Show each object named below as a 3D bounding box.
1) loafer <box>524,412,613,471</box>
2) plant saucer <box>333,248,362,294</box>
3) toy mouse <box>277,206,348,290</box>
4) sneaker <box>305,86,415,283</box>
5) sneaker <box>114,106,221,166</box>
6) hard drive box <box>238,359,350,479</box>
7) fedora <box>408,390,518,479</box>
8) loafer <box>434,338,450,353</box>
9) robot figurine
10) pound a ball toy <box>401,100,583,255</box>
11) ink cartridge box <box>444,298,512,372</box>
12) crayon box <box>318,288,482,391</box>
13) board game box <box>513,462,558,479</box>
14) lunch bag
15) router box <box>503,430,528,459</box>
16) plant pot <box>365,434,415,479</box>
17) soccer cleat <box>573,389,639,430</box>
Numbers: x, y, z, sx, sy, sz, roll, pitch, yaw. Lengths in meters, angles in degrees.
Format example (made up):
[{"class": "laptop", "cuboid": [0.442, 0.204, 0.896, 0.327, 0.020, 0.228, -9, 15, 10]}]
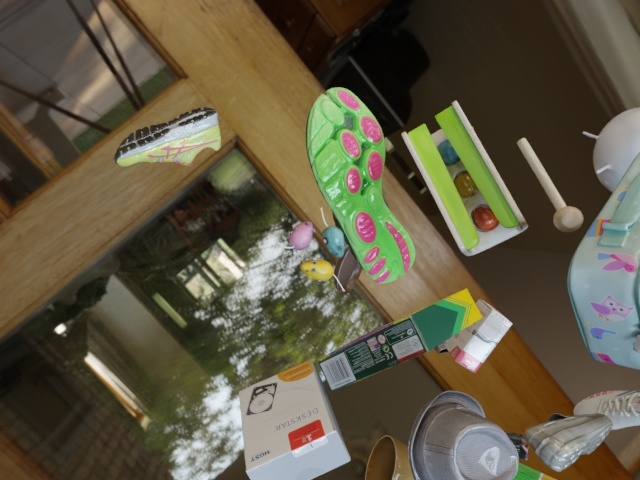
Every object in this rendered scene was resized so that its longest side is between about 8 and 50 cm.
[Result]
[{"class": "loafer", "cuboid": [0.633, 0.480, 1.208, 0.111, 0.320, 0.111, 42, -63, 43]}, {"class": "plant saucer", "cuboid": [0.084, 0.082, 1.449, 0.029, 0.168, 0.168, 19, -141, 26]}, {"class": "toy mouse", "cuboid": [0.000, 0.000, 0.870, 0.031, 0.161, 0.143, -20, -127, 54]}, {"class": "sneaker", "cuboid": [0.071, -0.116, 1.139, 0.185, 0.482, 0.202, -25, -155, -14]}, {"class": "sneaker", "cuboid": [-0.283, -0.174, 0.914, 0.209, 0.094, 0.081, -22, -140, -9]}, {"class": "hard drive box", "cuboid": [-0.062, 0.374, 0.979, 0.181, 0.089, 0.232, -24, -156, -5]}, {"class": "fedora", "cuboid": [0.318, 0.447, 1.004, 0.124, 0.276, 0.243, -17, -129, 55]}, {"class": "loafer", "cuboid": [0.603, 0.452, 2.039, 0.084, 0.268, 0.096, -99, -167, -54]}, {"class": "robot figurine", "cuboid": [0.776, -0.191, 1.061, 0.299, 0.354, 0.199, -86, 177, -46]}, {"class": "pound a ball toy", "cuboid": [0.326, -0.115, 0.928, 0.208, 0.319, 0.136, -30, 162, 19]}, {"class": "ink cartridge box", "cuboid": [0.549, 0.329, 1.677, 0.217, 0.092, 0.158, -58, -178, 8]}, {"class": "crayon box", "cuboid": [0.224, 0.280, 1.349, 0.313, 0.106, 0.363, -10, 160, -47]}, {"class": "board game box", "cuboid": [0.574, 0.777, 1.520, 0.316, 0.243, 0.064, 94, 21, -51]}, {"class": "lunch bag", "cuboid": [0.434, 0.023, 0.624, 0.108, 0.224, 0.279, 13, -127, 47]}, {"class": "router box", "cuboid": [0.472, 0.529, 1.254, 0.092, 0.123, 0.038, 22, 75, -76]}, {"class": "plant pot", "cuboid": [0.335, 0.906, 1.827, 0.237, 0.255, 0.237, -61, -168, 22]}, {"class": "soccer cleat", "cuboid": [0.906, 0.487, 1.407, 0.331, 0.143, 0.115, -24, -126, 35]}]
